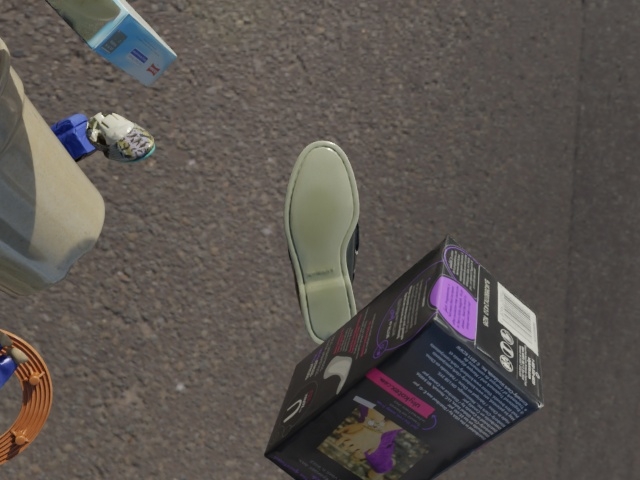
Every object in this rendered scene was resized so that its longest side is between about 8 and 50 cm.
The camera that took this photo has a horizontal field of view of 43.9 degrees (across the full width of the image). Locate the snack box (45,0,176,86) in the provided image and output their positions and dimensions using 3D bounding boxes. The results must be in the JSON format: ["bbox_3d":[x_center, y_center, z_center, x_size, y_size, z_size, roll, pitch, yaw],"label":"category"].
[{"bbox_3d":[-0.313,-0.323,0.900,0.060,0.322,0.187,-44,176,3],"label":"snack box"}]

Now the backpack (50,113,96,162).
[{"bbox_3d":[-0.571,-0.227,1.816,0.101,0.120,0.098,64,26,-9],"label":"backpack"}]

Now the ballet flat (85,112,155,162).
[{"bbox_3d":[-0.185,-0.095,0.709,0.041,0.114,0.041,-9,107,-31],"label":"ballet flat"}]

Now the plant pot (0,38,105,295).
[{"bbox_3d":[-0.500,-0.082,1.185,0.334,0.333,0.305,-57,139,-18],"label":"plant pot"}]

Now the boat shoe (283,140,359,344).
[{"bbox_3d":[0.004,0.000,1.340,0.127,0.113,0.340,-10,103,-4],"label":"boat shoe"}]

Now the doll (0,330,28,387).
[{"bbox_3d":[-0.481,0.207,1.057,0.189,0.046,0.129,-57,138,-34],"label":"doll"}]

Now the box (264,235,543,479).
[{"bbox_3d":[0.088,0.154,0.853,0.143,0.270,0.165,40,31,-10],"label":"box"}]

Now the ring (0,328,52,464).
[{"bbox_3d":[-0.723,0.334,1.622,0.336,0.032,0.337,-7,109,-22],"label":"ring"}]
